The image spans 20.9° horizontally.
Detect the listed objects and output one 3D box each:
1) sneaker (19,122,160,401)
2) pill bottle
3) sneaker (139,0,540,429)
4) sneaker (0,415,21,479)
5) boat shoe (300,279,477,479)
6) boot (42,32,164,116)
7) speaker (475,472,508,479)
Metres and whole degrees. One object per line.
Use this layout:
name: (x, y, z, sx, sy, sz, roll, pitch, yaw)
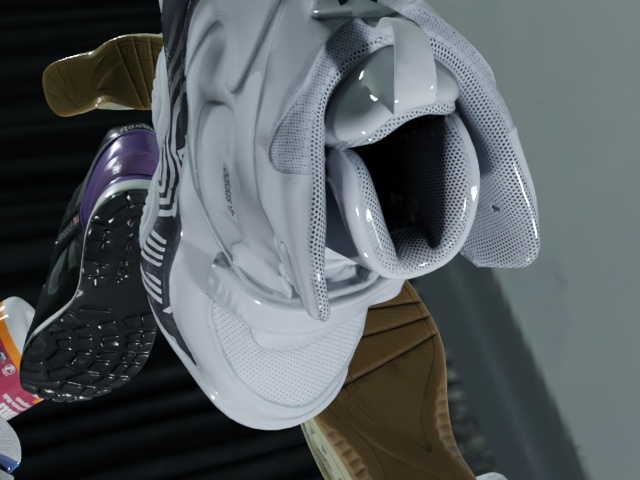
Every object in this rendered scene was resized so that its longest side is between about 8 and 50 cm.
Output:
sneaker: (-0.189, 0.021, 1.531, 0.283, 0.107, 0.124, -59, 29, 36)
pill bottle: (-0.408, 0.165, 1.963, 0.221, 0.121, 0.121, -30, 69, 4)
sneaker: (0.000, 0.000, 0.890, 0.210, 0.137, 0.366, -125, 28, -46)
sneaker: (-0.392, 0.314, 1.607, 0.127, 0.315, 0.182, 31, 140, -2)
boat shoe: (0.039, 0.132, 1.128, 0.089, 0.104, 0.285, 110, 146, -61)
boot: (-0.160, -0.180, 1.784, 0.213, 0.165, 0.077, -6, 100, 40)
speaker: (0.123, 0.259, 1.635, 0.055, 0.136, 0.055, 11, 105, 44)
